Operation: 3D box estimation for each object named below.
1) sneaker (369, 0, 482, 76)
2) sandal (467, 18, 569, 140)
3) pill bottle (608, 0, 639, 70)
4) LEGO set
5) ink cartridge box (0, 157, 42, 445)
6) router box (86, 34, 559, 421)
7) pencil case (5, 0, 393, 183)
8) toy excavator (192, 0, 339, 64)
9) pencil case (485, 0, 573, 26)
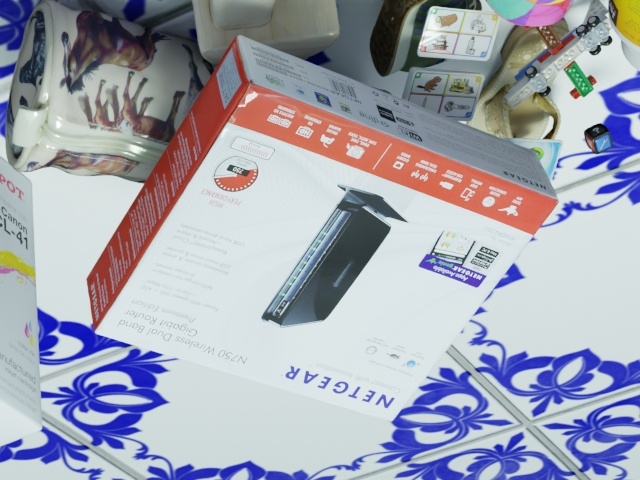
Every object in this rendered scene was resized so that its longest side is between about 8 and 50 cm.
[{"bbox_3d":[0.114,-0.230,1.796,0.086,0.064,0.192,-7,145,-25],"label":"sneaker"},{"bbox_3d":[0.206,-0.124,1.947,0.088,0.079,0.240,0,146,-9],"label":"sandal"},{"bbox_3d":[0.325,-0.246,1.748,0.117,0.117,0.215,-6,146,-1],"label":"pill bottle"},{"bbox_3d":[0.183,-0.144,1.843,0.244,0.060,0.182,1,120,-24],"label":"LEGO set"},{"bbox_3d":[-0.389,0.036,1.883,0.131,0.306,0.226,-21,144,20],"label":"ink cartridge box"},{"bbox_3d":[0.000,0.000,1.774,0.335,0.082,0.301,18,122,-27],"label":"router box"},{"bbox_3d":[-0.109,-0.105,1.828,0.410,0.183,0.160,13,115,-26],"label":"pencil case"},{"bbox_3d":[0.032,-0.291,1.549,0.445,0.222,0.433,-13,164,20],"label":"toy excavator"},{"bbox_3d":[0.211,-0.294,1.679,0.104,0.104,0.236,3,145,-14],"label":"pencil case"}]
